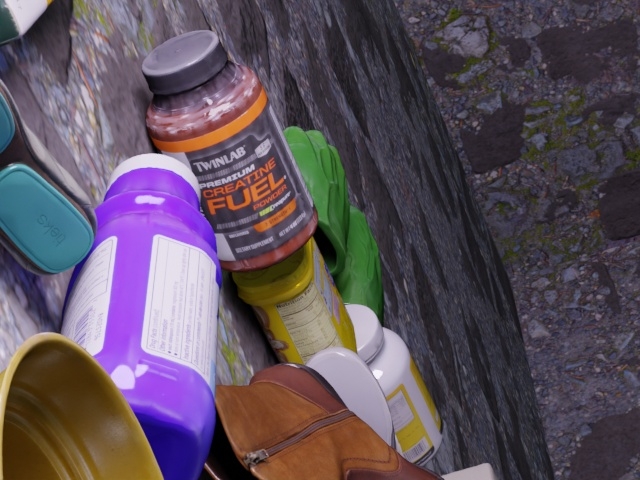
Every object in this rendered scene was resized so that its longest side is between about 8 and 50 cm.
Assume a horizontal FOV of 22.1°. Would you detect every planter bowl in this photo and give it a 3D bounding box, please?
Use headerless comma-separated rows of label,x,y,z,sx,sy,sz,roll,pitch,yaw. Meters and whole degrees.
planter bowl,-0.138,0.158,0.767,0.217,0.090,0.217,-17,90,-79

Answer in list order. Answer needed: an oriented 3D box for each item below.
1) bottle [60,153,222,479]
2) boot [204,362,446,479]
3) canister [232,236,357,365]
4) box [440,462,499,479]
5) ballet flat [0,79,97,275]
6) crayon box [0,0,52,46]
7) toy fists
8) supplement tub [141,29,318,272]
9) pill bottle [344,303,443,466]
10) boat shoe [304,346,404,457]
bottle,-0.112,0.048,1.012,0.283,0.092,0.118,-92,-155,-56
boot,0.022,0.202,1.305,0.264,0.096,0.280,53,8,7
canister,-0.022,0.059,1.555,0.126,0.073,0.170,-94,164,-50
box,0.136,0.364,1.650,0.232,0.149,0.127,-96,163,-49
ballet flat,-0.196,-0.052,0.924,0.068,0.072,0.213,46,-7,36
crayon box,-0.222,-0.246,1.014,0.323,0.083,0.203,-78,149,-67
toy fists,0.000,0.000,1.710,0.279,0.096,0.142,63,23,-47
supplement tub,-0.082,-0.077,1.386,0.106,0.106,0.198,-90,158,-58
pill bottle,0.054,0.154,1.696,0.103,0.103,0.184,-95,163,-50
boat shoe,0.039,0.217,1.555,0.088,0.096,0.267,-87,158,-72
